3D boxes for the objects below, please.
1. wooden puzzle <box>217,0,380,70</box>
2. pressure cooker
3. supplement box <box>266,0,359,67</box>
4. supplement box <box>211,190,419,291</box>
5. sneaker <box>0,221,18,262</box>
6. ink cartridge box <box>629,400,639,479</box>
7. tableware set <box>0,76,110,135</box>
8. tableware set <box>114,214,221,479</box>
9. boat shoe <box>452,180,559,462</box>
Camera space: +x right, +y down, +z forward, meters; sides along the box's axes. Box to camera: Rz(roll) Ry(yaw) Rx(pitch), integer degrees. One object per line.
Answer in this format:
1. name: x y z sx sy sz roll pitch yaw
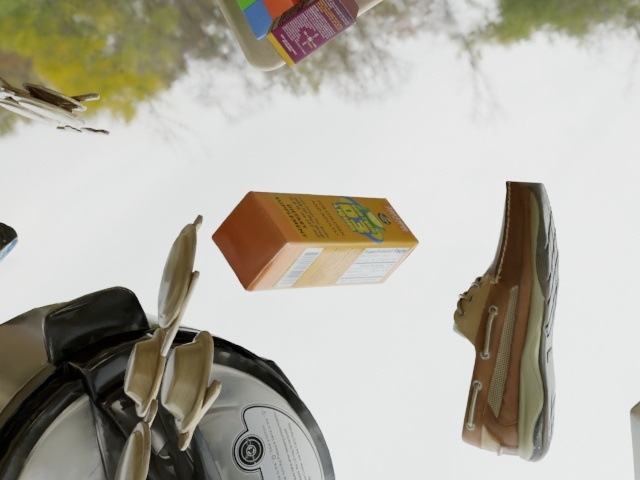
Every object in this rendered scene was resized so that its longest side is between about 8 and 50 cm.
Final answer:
1. wooden puzzle: -0.052 -0.435 1.648 0.347 0.322 0.080 -25 -178 41
2. pressure cooker: -0.189 0.259 1.189 0.420 0.370 0.376 6 -113 62
3. supplement box: -0.007 -0.219 1.205 0.083 0.043 0.055 -32 -161 21
4. supplement box: 0.000 0.000 1.260 0.080 0.078 0.233 -49 153 26
5. sneaker: -0.443 0.031 1.549 0.162 0.063 0.073 -36 156 22
6. ink cartridge box: 0.342 0.246 0.832 0.131 0.306 0.226 -29 -144 -24
7. tableware set: -0.326 -0.166 1.406 0.194 0.128 0.039 12 -99 62
8. tableware set: -0.090 0.078 0.687 0.169 0.020 0.141 -95 -153 -49
9. boat shoe: 0.210 0.092 1.391 0.119 0.324 0.122 2 179 17
